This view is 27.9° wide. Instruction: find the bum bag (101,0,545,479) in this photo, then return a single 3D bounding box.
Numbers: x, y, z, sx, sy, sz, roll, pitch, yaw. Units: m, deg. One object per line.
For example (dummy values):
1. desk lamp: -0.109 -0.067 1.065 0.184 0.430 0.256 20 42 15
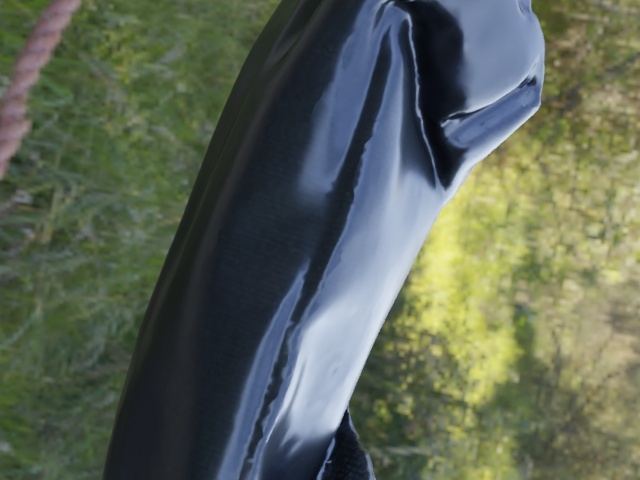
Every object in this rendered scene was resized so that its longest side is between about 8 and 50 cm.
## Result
1. bum bag: 0.000 0.000 0.369 0.326 0.079 0.142 -70 -163 0
